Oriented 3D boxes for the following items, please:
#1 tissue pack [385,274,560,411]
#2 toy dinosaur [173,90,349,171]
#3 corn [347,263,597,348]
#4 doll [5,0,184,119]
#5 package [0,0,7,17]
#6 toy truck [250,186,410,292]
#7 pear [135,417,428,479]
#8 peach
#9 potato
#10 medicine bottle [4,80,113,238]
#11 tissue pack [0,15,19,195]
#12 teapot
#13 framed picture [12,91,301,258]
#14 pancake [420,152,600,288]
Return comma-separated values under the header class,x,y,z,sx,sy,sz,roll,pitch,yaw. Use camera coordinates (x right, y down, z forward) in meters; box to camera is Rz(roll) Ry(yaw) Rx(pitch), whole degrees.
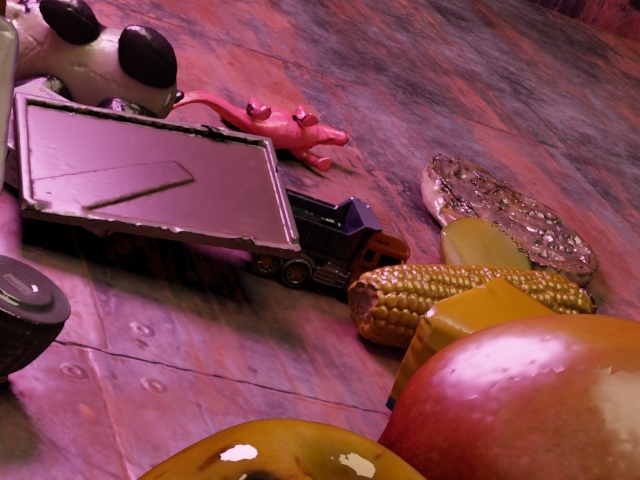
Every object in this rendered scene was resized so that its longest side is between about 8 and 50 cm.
class,x,y,z,sx,sy,sz,roll,pitch,yaw
tissue pack,0.222,0.161,1.611,0.271,0.134,0.192,34,22,21
toy dinosaur,-0.096,-0.154,2.132,0.286,0.070,0.139,10,15,-29
corn,0.162,0.073,1.799,0.305,0.106,0.106,8,27,-34
doll,-0.267,-0.193,1.915,0.234,0.143,0.135,22,4,-5
package,-0.454,-0.217,1.629,0.311,0.221,0.165,26,17,4
toy truck,0.000,0.000,1.803,0.192,0.092,0.083,19,20,-19
pear,-0.028,0.241,0.943,0.281,0.280,0.280,23,20,-9
peach,0.193,0.200,1.290,0.332,0.307,0.308,9,21,1
potato,0.188,0.037,1.996,0.119,0.054,0.198,21,25,-13
medicine bottle,-0.258,-0.090,1.760,0.201,0.052,0.171,29,25,10
tissue pack,-0.377,-0.068,1.212,0.242,0.160,0.338,8,-12,-24
teapot,-0.269,0.061,1.341,0.124,0.090,0.092,29,19,-8
framed picture,-0.165,-0.067,1.699,0.281,0.019,0.209,10,34,-17
pancake,0.244,-0.025,2.214,0.282,0.049,0.282,23,21,-9
